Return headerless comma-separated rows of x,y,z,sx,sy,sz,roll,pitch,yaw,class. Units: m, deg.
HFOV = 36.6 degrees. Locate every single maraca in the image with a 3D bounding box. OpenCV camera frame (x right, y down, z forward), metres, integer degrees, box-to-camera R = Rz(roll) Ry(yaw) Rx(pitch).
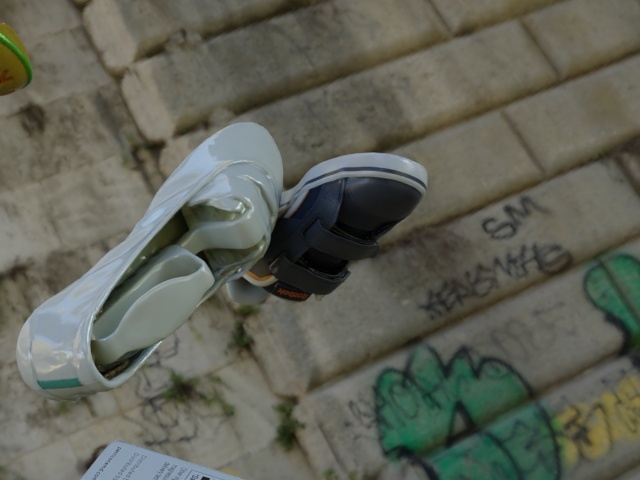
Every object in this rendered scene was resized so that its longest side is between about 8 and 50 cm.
-0.467,-0.263,1.301,0.127,0.099,0.186,-5,-33,27,maraca

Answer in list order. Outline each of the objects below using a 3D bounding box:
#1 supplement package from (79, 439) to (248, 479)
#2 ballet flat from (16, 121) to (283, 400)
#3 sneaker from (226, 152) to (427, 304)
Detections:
-0.010,0.205,0.306,0.149,0.203,0.194,-55,-24,-59,supplement package
-0.132,0.017,0.988,0.400,0.139,0.139,-48,-6,-34,ballet flat
0.000,0.000,1.109,0.126,0.127,0.321,19,-24,-32,sneaker
